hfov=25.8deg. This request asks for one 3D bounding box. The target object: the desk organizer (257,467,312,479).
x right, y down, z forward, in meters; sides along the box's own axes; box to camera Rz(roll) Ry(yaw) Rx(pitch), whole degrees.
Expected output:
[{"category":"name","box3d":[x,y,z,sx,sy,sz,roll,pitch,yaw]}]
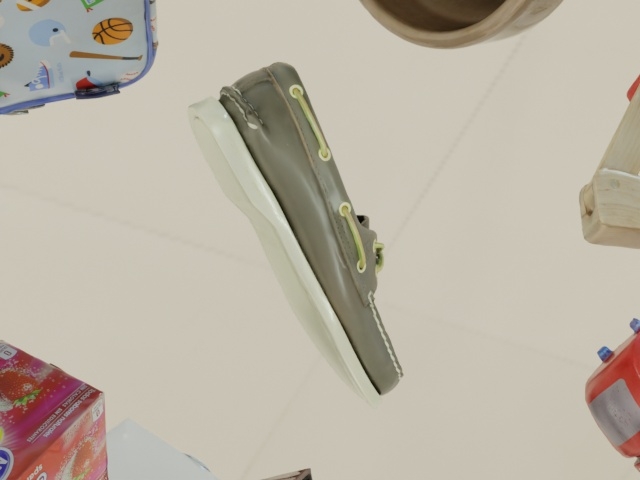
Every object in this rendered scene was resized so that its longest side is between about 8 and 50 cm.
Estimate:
[{"category":"desk organizer","box3d":[-0.012,0.173,0.634,0.050,0.047,0.130,-11,94,-16]}]

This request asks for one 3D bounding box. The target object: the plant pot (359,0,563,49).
[{"category":"plant pot","box3d":[0.166,-0.293,1.126,0.229,0.263,0.263,-13,136,-39]}]

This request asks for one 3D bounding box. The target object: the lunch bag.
[{"category":"lunch bag","box3d":[-0.278,-0.235,1.286,0.243,0.115,0.303,-12,148,-13]}]

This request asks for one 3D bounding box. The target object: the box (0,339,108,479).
[{"category":"box","box3d":[-0.304,0.223,1.195,0.123,0.257,0.128,24,135,20]}]

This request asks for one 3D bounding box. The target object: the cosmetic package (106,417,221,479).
[{"category":"cosmetic package","box3d":[-0.232,0.344,1.417,0.197,0.365,0.155,33,112,13]}]

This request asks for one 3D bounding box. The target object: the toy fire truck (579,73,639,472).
[{"category":"toy fire truck","box3d":[0.156,-0.001,0.581,0.135,0.192,0.047,44,150,9]}]

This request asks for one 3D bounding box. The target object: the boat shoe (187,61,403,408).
[{"category":"boat shoe","box3d":[0.002,0.001,1.140,0.091,0.109,0.305,-33,112,-13]}]
